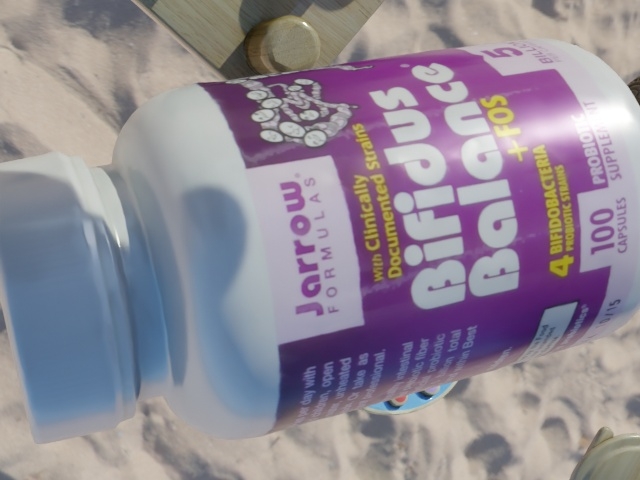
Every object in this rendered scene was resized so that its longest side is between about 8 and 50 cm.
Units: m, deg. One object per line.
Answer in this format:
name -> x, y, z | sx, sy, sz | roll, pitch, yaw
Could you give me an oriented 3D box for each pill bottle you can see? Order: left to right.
pill bottle -> 0.000, 0.000, 0.440 | 0.302, 0.169, 0.169 | -13, 112, -20

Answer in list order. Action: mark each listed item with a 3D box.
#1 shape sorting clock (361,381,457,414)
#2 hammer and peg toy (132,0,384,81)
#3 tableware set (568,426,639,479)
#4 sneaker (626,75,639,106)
shape sorting clock -> 0.070, 0.082, 0.951 | 0.206, 0.040, 0.206 | 7, 65, -16
hammer and peg toy -> -0.073, -0.284, 0.520 | 0.361, 0.127, 0.266 | 42, 86, -20
tableware set -> 0.196, 0.176, 0.516 | 0.169, 0.020, 0.141 | 10, 106, -17
sneaker -> 0.311, -0.124, 0.758 | 0.188, 0.066, 0.071 | -48, 115, -15
